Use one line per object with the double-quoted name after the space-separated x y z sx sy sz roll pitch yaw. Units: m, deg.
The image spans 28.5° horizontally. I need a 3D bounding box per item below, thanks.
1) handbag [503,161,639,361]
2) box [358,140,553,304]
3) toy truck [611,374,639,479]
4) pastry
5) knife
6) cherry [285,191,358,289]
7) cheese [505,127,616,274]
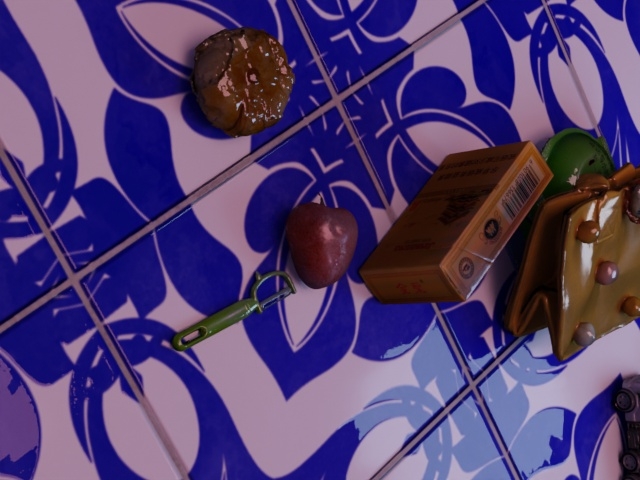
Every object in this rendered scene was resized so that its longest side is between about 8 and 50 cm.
0.482 0.012 2.032 0.401 0.133 0.283 -18 123 -37 "handbag"
0.199 -0.025 1.845 0.076 0.174 0.274 52 57 -22 "box"
0.588 0.359 2.163 0.114 0.124 0.253 -8 93 -41 "toy truck"
-0.104 -0.212 1.678 0.153 0.081 0.153 1 88 -48 "pastry"
-0.118 0.089 1.684 0.212 0.015 0.054 -29 104 -36 "knife"
0.006 0.000 1.744 0.106 0.087 0.126 -22 97 -33 "cherry"
0.394 -0.064 2.061 0.320 0.083 0.204 -40 114 -33 "cheese"
